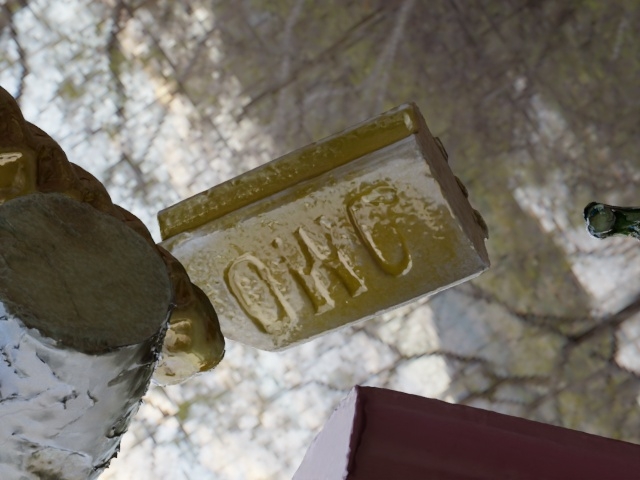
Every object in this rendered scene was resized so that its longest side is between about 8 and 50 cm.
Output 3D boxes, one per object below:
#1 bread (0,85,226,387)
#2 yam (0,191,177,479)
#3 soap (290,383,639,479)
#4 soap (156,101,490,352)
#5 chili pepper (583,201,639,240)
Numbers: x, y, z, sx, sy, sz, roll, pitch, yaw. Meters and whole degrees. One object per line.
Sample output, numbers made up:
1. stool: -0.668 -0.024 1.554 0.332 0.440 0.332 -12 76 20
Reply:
1. bread: -0.177 -0.024 0.827 0.084 0.077 0.367 23 160 48
2. yam: -0.135 0.064 0.690 0.107 0.183 0.107 14 -135 -14
3. soap: 0.160 0.240 1.049 0.233 0.359 0.128 118 163 -57
4. soap: 0.000 0.000 1.078 0.140 0.232 0.073 58 -160 -29
5. chili pepper: 0.334 0.006 1.032 0.261 0.165 0.174 28 172 22
